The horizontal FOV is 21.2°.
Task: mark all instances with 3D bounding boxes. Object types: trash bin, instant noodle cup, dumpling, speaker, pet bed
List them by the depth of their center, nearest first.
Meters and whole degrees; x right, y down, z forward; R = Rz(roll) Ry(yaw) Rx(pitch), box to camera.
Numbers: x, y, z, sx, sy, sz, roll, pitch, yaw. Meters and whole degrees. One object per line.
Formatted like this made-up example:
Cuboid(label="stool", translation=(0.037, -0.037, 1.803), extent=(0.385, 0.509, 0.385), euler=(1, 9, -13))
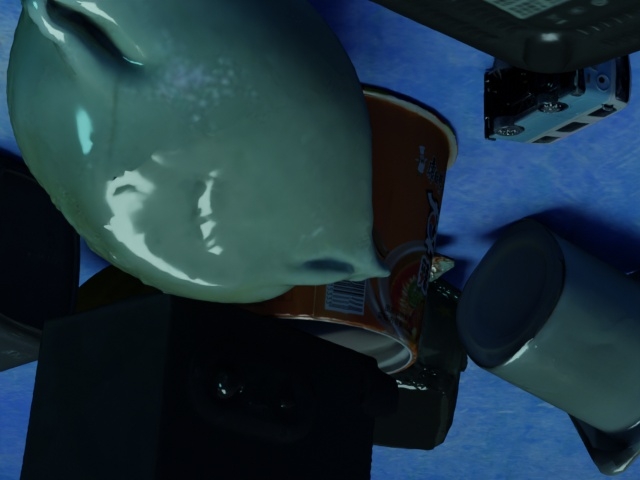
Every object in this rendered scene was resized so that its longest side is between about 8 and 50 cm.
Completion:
Cuboid(label="dumpling", translation=(-0.111, -0.081, 1.189), extent=(0.270, 0.320, 0.212), euler=(0, -156, 28))
Cuboid(label="speaker", translation=(-0.086, 0.189, 1.345), extent=(0.184, 0.232, 0.254), euler=(-13, 154, 42))
Cuboid(label="instant noodle cup", translation=(-0.011, 0.001, 1.436), extent=(0.250, 0.192, 0.250), euler=(4, 160, 1))
Cuboid(label="trash bin", translation=(-0.379, 0.042, 1.619), extent=(0.290, 0.209, 0.182), euler=(-15, 152, 30))
Cuboid(label="pet bed", translation=(0.069, 0.111, 1.792), extent=(0.183, 0.159, 0.211), euler=(7, 153, 6))

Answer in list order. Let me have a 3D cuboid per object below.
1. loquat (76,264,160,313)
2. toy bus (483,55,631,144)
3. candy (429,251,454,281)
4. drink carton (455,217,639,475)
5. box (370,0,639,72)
Cuboid(label="loquat", translation=(-0.150, 0.139, 1.756), extent=(0.263, 0.263, 0.263), euler=(4, 160, 1))
Cuboid(label="toy bus", translation=(0.181, -0.113, 1.274), extent=(0.075, 0.060, 0.123), euler=(9, 162, -26))
Cuboid(label="candy", translation=(0.000, 0.001, 1.632), extent=(0.292, 0.059, 0.086), euler=(11, 158, -22))
Cuboid(label="drink carton", translation=(0.241, 0.089, 1.643), extent=(0.189, 0.191, 0.185), euler=(23, 116, -28))
Cuboid(label="box", translation=(0.151, -0.193, 1.033), extent=(0.289, 0.073, 0.290), euler=(21, 155, -38))
